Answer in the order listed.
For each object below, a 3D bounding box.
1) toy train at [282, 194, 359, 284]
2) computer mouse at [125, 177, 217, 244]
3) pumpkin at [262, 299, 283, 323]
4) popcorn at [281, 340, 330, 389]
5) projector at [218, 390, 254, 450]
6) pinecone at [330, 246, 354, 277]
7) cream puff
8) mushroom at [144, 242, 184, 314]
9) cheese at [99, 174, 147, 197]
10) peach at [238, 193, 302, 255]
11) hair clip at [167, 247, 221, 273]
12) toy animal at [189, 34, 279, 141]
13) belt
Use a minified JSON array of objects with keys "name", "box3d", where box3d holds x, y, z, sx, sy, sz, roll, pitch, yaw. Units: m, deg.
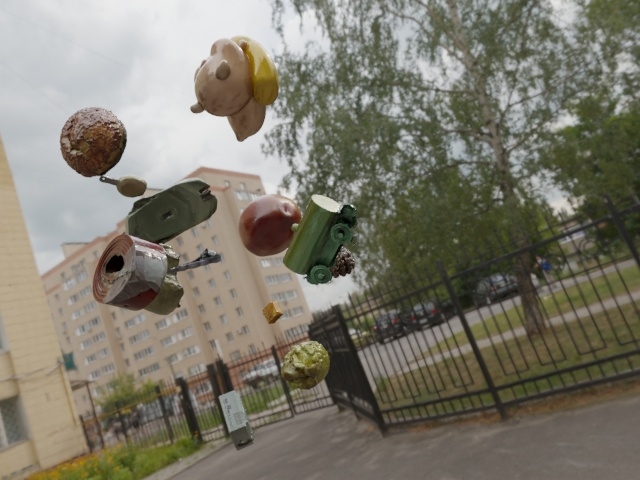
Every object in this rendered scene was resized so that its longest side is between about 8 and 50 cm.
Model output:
[{"name":"toy train","box3d":[-0.003,0.003,1.490,0.126,0.189,0.307,-83,17,-60]},{"name":"computer mouse","box3d":[-0.685,-0.130,2.202,0.429,0.228,0.145,-28,13,-7]},{"name":"pumpkin","box3d":[-0.196,0.299,2.015,0.054,0.074,0.083,4,-42,-46]},{"name":"popcorn","box3d":[-0.064,0.584,2.230,0.237,0.206,0.251,-29,1,-5]},{"name":"projector","box3d":[-0.230,0.501,1.340,0.061,0.115,0.147,-18,-39,-12]},{"name":"pinecone","box3d":[0.089,0.105,2.294,0.173,0.173,0.173,-20,-11,-4]},{"name":"cream puff","box3d":[-0.750,-0.326,1.578,0.240,0.240,0.164,-23,-23,10]},{"name":"mushroom","box3d":[-0.653,0.177,1.862,0.292,0.217,0.212,-42,-29,26]},{"name":"cheese","box3d":[-0.758,-0.213,1.854,0.171,0.047,0.092,0,-43,-22]},{"name":"peach","box3d":[-0.234,-0.076,2.278,0.308,0.308,0.332,-14,-10,-35]},{"name":"hair clip","box3d":[-0.418,0.069,1.575,0.195,0.052,0.124,-18,-5,26]},{"name":"toy animal","box3d":[-0.296,-0.484,1.496,0.247,0.277,0.345,-18,-12,-26]},{"name":"belt","box3d":[-0.588,0.095,1.482,0.115,0.227,0.324,21,-19,-40]}]
